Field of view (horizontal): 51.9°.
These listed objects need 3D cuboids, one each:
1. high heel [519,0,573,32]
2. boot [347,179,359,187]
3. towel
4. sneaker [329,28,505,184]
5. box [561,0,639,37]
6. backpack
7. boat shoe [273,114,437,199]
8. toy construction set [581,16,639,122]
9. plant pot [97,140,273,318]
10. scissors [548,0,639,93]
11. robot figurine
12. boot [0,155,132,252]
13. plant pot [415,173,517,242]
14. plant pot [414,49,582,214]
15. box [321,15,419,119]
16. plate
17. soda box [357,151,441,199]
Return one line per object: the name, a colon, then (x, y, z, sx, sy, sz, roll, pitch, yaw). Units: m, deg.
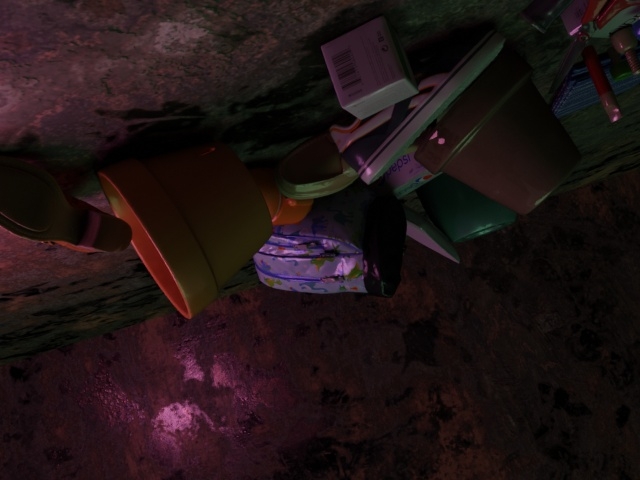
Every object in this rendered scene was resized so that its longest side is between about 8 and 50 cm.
high heel: (0.269, -0.370, 0.769, 0.261, 0.093, 0.186, 12, 129, -47)
boot: (0.096, -0.115, 1.777, 0.042, 0.087, 0.118, -16, 171, -24)
towel: (0.667, -0.378, 1.537, 0.243, 0.040, 0.336, -21, 172, 8)
sneaker: (0.150, -0.247, 1.077, 0.321, 0.127, 0.126, -44, 173, 5)
box: (0.582, -0.414, 1.074, 0.322, 0.058, 0.232, -12, 169, -35)
backpack: (0.000, 0.000, 1.582, 0.356, 0.273, 0.290, -11, -143, 27)
boat shoe: (0.067, -0.189, 1.254, 0.341, 0.121, 0.110, -27, 168, -10)
toy construction set: (0.613, -0.272, 1.053, 0.309, 0.237, 0.257, -24, 169, 34)
plant pot: (-0.218, -0.039, 1.137, 0.203, 0.291, 0.291, -32, 175, -19)
scissors: (0.414, -0.341, 1.033, 0.109, 0.021, 0.297, 23, 151, -11)
robot figurine: (-0.106, -0.093, 1.408, 0.219, 0.158, 0.128, -6, 138, -54)
boot: (-0.469, -0.057, 1.068, 0.220, 0.109, 0.283, 9, 171, 44)
plant pot: (0.422, -0.130, 1.863, 0.293, 0.235, 0.293, -17, 171, -3)
plant pot: (0.340, -0.174, 1.203, 0.263, 0.229, 0.263, -45, 174, -6)
box: (0.073, -0.245, 0.946, 0.102, 0.101, 0.087, -21, 171, 19)
plate: (0.246, -0.054, 1.849, 0.045, 0.278, 0.277, -56, 138, -1)
soda box: (0.208, -0.177, 1.605, 0.091, 0.098, 0.286, -10, 167, -33)
